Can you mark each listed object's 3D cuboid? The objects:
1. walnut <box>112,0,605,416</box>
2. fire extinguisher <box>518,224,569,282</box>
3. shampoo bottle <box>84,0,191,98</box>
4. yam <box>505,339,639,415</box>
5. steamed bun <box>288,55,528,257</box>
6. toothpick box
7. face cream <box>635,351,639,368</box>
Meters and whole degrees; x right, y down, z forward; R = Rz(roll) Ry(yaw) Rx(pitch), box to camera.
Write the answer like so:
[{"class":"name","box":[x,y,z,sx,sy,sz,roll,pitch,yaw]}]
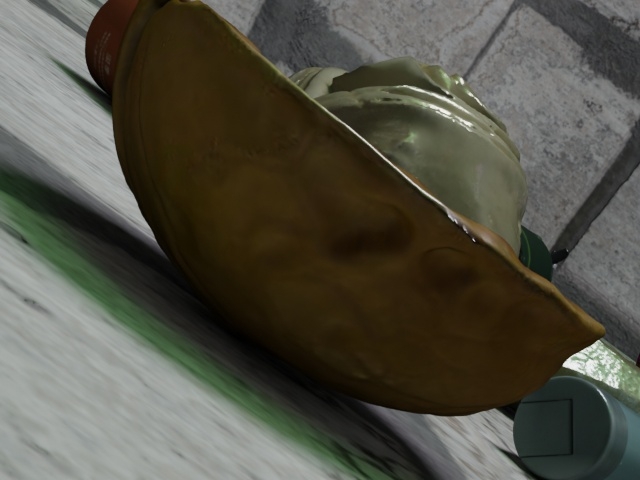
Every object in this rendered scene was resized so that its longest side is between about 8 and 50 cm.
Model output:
[{"class":"walnut","box":[0.000,0.003,0.599,0.211,0.087,0.167,38,-2,-9]},{"class":"fire extinguisher","box":[0.154,0.021,1.475,0.294,0.118,0.093,18,54,-75]},{"class":"shampoo bottle","box":[-0.055,-0.074,0.976,0.085,0.085,0.244,31,7,-45]},{"class":"yam","box":[0.164,0.096,0.972,0.169,0.068,0.068,36,5,-11]},{"class":"steamed bun","box":[0.049,-0.048,1.080,0.211,0.144,0.218,36,4,-5]},{"class":"toothpick box","box":[0.134,0.101,0.816,0.052,0.052,0.083,40,5,35]},{"class":"face cream","box":[0.301,0.115,1.115,0.175,0.175,0.195,37,5,7]}]
